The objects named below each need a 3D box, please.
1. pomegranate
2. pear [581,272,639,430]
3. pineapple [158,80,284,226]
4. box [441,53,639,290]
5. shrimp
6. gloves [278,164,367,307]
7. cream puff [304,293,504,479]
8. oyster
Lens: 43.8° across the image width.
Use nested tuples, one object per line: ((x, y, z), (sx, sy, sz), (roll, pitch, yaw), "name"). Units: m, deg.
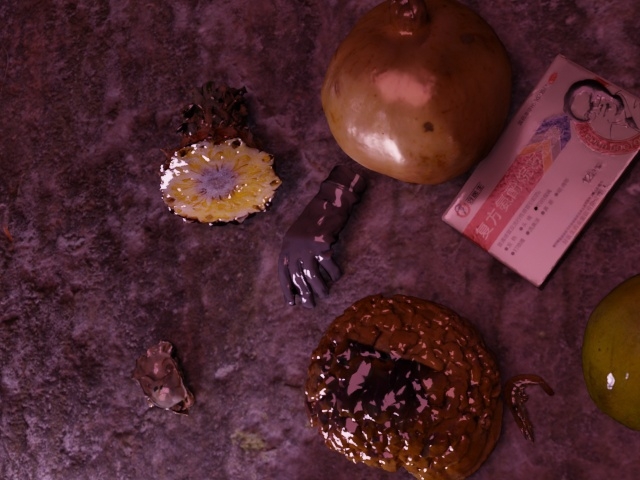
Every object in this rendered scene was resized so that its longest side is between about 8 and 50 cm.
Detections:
((0.159, -0.265, 1.346), (0.342, 0.342, 0.343), (-4, 80, 24), "pomegranate")
((0.508, 0.158, 1.197), (0.212, 0.212, 0.269), (35, 111, 25), "pear")
((-0.206, -0.204, 1.603), (0.262, 0.262, 0.272), (-25, 49, 19), "pineapple")
((0.397, -0.118, 1.373), (0.214, 0.069, 0.353), (38, 96, 25), "box")
((0.359, 0.281, 1.347), (0.083, 0.023, 0.114), (-22, 69, 17), "shrimp")
((-0.006, -0.008, 1.524), (0.142, 0.119, 0.286), (22, 95, 57), "gloves")
((0.136, 0.254, 1.340), (0.327, 0.231, 0.343), (-36, 69, 12), "cream puff")
((-0.327, 0.293, 1.640), (0.108, 0.053, 0.166), (-26, 61, -9), "oyster")
